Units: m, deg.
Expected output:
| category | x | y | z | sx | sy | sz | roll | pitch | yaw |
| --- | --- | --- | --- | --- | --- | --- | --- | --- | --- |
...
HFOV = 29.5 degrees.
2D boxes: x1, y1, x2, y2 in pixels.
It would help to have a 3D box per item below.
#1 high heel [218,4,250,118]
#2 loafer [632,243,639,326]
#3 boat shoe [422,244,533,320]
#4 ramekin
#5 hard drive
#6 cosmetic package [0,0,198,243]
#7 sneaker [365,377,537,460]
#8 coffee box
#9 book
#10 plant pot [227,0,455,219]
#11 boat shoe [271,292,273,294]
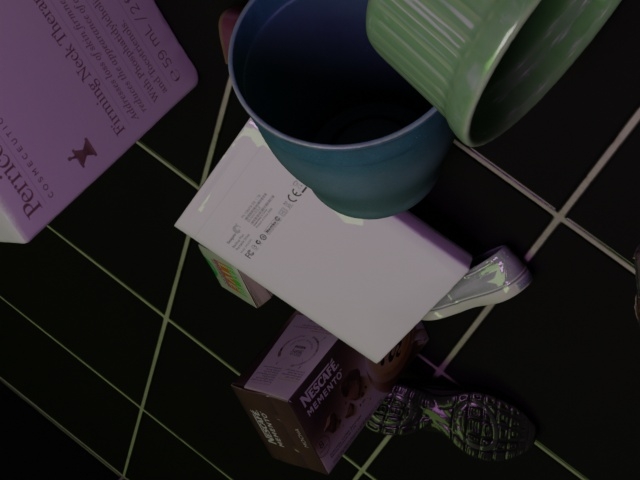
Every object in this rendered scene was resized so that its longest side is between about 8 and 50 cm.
| category | x | y | z | sx | sy | sz | roll | pitch | yaw |
| --- | --- | --- | --- | --- | --- | --- | --- | --- | --- |
| high heel | -0.025 | -0.141 | 1.651 | 0.181 | 0.127 | 0.377 | 20 | 141 | 48 |
| loafer | 0.429 | 0.105 | 1.509 | 0.084 | 0.096 | 0.267 | 11 | 140 | 49 |
| boat shoe | 0.199 | 0.052 | 1.717 | 0.227 | 0.079 | 0.081 | -20 | 105 | 50 |
| ramekin | 0.181 | -0.252 | 1.150 | 0.148 | 0.303 | 0.303 | 41 | 149 | 14 |
| hard drive | 0.000 | 0.000 | 1.673 | 0.353 | 0.047 | 0.233 | 35 | 128 | -7 |
| cosmetic package | -0.464 | -0.243 | 1.761 | 0.327 | 0.393 | 0.329 | 4 | 133 | 45 |
| sneaker | 0.207 | 0.269 | 1.948 | 0.286 | 0.130 | 0.109 | 15 | 101 | 10 |
| coffee box | 0.022 | 0.184 | 1.849 | 0.119 | 0.297 | 0.168 | 10 | 136 | 40 |
| book | -0.151 | 0.054 | 2.107 | 0.144 | 0.035 | 0.096 | 22 | 146 | 57 |
| plant pot | 0.052 | -0.161 | 1.452 | 0.272 | 0.271 | 0.255 | 27 | 161 | 22 |
| boat shoe | -0.091 | 0.006 | 1.959 | 0.069 | 0.081 | 0.227 | 19 | 145 | 26 |
